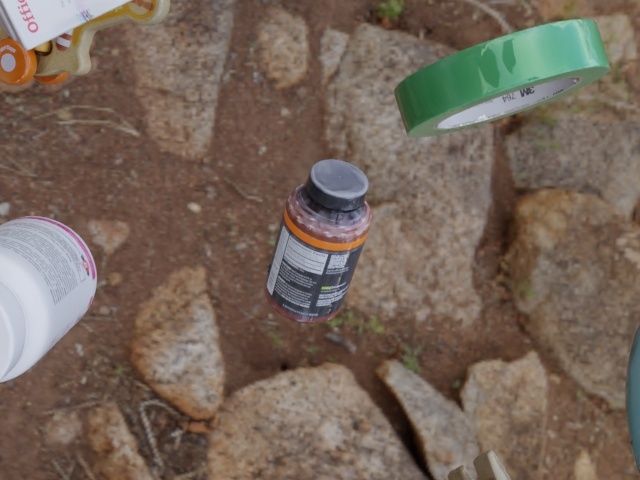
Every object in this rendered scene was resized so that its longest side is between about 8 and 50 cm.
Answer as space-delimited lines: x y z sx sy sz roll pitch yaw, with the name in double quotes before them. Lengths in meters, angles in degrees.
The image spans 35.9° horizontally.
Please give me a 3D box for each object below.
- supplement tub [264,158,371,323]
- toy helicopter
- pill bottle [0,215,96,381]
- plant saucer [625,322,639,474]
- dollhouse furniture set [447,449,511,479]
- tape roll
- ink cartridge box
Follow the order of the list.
"supplement tub" 0.000 0.000 1.185 0.106 0.106 0.198 -38 154 -46
"toy helicopter" -0.429 -0.414 1.750 0.140 0.355 0.235 -24 106 -68
"pill bottle" -0.377 0.073 1.162 0.283 0.160 0.160 -77 165 -78
"plant saucer" 0.392 0.131 0.741 0.044 0.317 0.318 95 14 -72
"dollhouse furniture set" 0.093 0.307 0.838 0.262 0.135 0.259 -32 167 -24
"tape roll" 0.276 -0.243 1.516 0.321 0.321 0.077 -13 85 -53
"ink cartridge box" -0.365 -0.406 1.378 0.232 0.168 0.171 -30 125 -16
